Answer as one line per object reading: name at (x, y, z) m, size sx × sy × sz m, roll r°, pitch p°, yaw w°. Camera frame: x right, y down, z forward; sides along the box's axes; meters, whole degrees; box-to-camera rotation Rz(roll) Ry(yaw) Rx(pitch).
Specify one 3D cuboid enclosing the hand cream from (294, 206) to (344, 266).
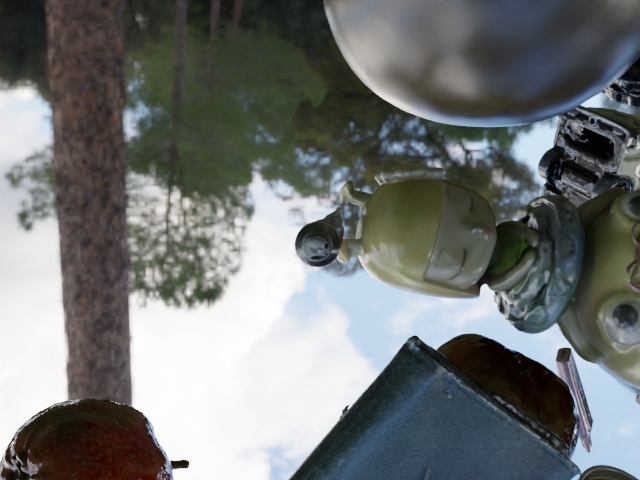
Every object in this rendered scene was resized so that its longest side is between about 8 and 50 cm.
hand cream at (-0.002, 0.000, 0.868) m, size 0.052 × 0.038 × 0.216 m, roll -23°, pitch -178°, yaw 4°

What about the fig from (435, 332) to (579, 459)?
fig at (0.131, 0.225, 0.922) m, size 0.170 × 0.274 × 0.145 m, roll 35°, pitch 176°, yaw -31°

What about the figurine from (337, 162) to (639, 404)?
figurine at (0.201, 0.031, 0.943) m, size 0.394 × 0.226 × 0.274 m, roll 12°, pitch 162°, yaw -9°

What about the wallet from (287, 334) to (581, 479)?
wallet at (0.005, 0.252, 0.702) m, size 0.191 × 0.379 × 0.046 m, roll 37°, pitch -172°, yaw -30°

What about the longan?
longan at (0.155, -0.247, 0.844) m, size 0.319 × 0.319 × 0.319 m, roll 1°, pitch -164°, yaw 0°

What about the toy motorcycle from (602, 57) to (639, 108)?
toy motorcycle at (0.386, -0.279, 1.058) m, size 0.232 × 0.172 × 0.416 m, roll 25°, pitch -126°, yaw 36°

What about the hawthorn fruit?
hawthorn fruit at (-0.278, 0.303, 1.235) m, size 0.253 × 0.205 × 0.205 m, roll 11°, pitch -174°, yaw -43°

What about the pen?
pen at (0.414, 0.265, 1.562) m, size 0.032 × 0.197 × 0.053 m, roll -7°, pitch -153°, yaw 26°

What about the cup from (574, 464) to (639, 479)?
cup at (0.300, 0.384, 1.185) m, size 0.241 × 0.226 × 0.185 m, roll 48°, pitch -144°, yaw 14°

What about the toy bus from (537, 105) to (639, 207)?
toy bus at (0.420, -0.043, 1.428) m, size 0.179 × 0.305 × 0.143 m, roll -6°, pitch -154°, yaw -30°
